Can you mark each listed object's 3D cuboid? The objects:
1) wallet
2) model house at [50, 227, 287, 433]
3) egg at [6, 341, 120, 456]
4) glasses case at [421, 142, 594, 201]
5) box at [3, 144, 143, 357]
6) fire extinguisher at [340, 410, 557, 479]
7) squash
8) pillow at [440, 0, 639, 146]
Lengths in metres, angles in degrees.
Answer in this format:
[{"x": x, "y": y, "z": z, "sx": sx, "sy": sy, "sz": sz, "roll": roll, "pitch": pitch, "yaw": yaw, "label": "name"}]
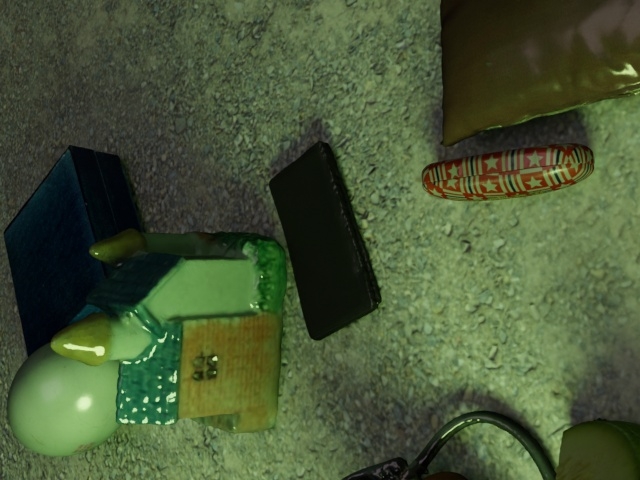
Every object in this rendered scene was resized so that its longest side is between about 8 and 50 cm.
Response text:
[{"x": 0.000, "y": 0.000, "z": 1.094, "sx": 0.124, "sy": 0.025, "sz": 0.244, "roll": -33, "pitch": 65, "yaw": 37, "label": "wallet"}, {"x": -0.223, "y": 0.115, "z": 1.071, "sx": 0.194, "sy": 0.325, "sz": 0.267, "roll": 6, "pitch": 92, "yaw": 42, "label": "model house"}, {"x": -0.411, "y": 0.256, "z": 1.333, "sx": 0.264, "sy": 0.183, "sz": 0.183, "roll": -36, "pitch": 61, "yaw": 42, "label": "egg"}, {"x": 0.196, "y": -0.069, "z": 0.891, "sx": 0.194, "sy": 0.073, "sz": 0.049, "roll": -5, "pitch": 89, "yaw": 43, "label": "glasses case"}, {"x": -0.422, "y": 0.028, "z": 1.422, "sx": 0.261, "sy": 0.116, "sz": 0.279, "roll": -42, "pitch": 58, "yaw": 32, "label": "box"}, {"x": 0.191, "y": 0.326, "z": 0.836, "sx": 0.200, "sy": 0.113, "sz": 0.376, "roll": -35, "pitch": 52, "yaw": -16, "label": "fire extinguisher"}, {"x": 0.229, "y": 0.234, "z": 0.668, "sx": 0.111, "sy": 0.288, "sz": 0.203, "roll": -44, "pitch": 58, "yaw": 31, "label": "squash"}, {"x": 0.246, "y": -0.274, "z": 0.851, "sx": 0.308, "sy": 0.108, "sz": 0.305, "roll": -12, "pitch": 74, "yaw": 42, "label": "pillow"}]
